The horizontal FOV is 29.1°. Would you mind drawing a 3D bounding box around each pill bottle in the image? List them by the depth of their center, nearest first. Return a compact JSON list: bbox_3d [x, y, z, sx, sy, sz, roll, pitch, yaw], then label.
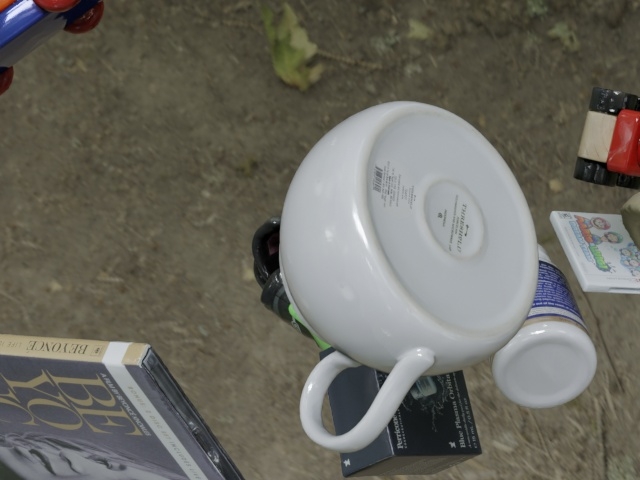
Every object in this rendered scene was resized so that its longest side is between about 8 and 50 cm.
[{"bbox_3d":[0.314,0.116,1.860,0.153,0.153,0.265,-24,31,11],"label":"pill bottle"}]

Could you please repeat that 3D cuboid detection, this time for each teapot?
[{"bbox_3d":[0.054,0.017,1.079,0.187,0.256,0.253,-28,90,45],"label":"teapot"}]

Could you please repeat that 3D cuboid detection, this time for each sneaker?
[{"bbox_3d":[0.000,0.000,1.935,0.202,0.483,0.185,25,109,-8],"label":"sneaker"}]

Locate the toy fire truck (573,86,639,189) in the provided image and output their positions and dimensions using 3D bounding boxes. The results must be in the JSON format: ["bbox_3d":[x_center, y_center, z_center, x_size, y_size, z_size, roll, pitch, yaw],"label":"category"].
[{"bbox_3d":[0.471,-0.122,1.512,0.246,0.217,0.159,19,100,41],"label":"toy fire truck"}]

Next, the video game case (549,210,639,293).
[{"bbox_3d":[0.413,0.017,1.743,0.143,0.019,0.157,3,41,-15],"label":"video game case"}]

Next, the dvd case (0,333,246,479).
[{"bbox_3d":[-0.157,0.107,0.705,0.221,0.164,0.018,1,49,26],"label":"dvd case"}]

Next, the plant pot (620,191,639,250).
[{"bbox_3d":[0.355,-0.008,0.513,0.305,0.334,0.334,-46,59,4],"label":"plant pot"}]

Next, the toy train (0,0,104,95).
[{"bbox_3d":[-0.215,-0.225,0.913,0.248,0.105,0.143,-36,90,-2],"label":"toy train"}]

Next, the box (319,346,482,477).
[{"bbox_3d":[0.096,0.196,1.479,0.093,0.158,0.156,-32,62,42],"label":"box"}]
